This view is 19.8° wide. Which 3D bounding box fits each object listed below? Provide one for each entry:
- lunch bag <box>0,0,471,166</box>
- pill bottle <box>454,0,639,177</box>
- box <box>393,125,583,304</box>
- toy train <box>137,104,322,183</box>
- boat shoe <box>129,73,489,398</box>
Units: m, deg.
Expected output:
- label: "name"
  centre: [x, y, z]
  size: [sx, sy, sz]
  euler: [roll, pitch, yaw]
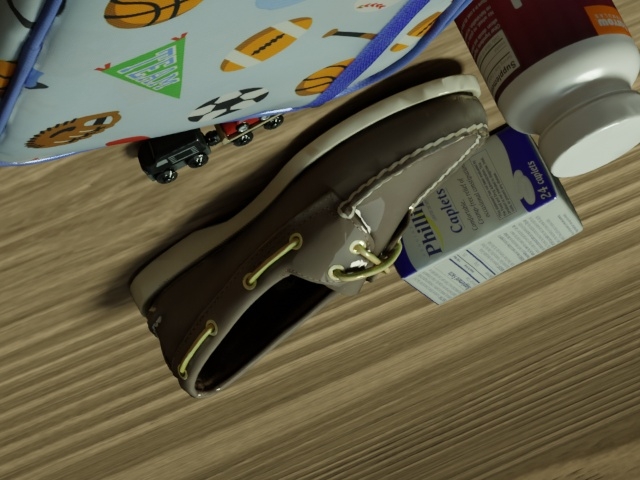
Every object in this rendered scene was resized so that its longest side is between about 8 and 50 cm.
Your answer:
- label: "lunch bag"
  centre: [-0.015, -0.133, 0.693]
  size: [0.243, 0.115, 0.303]
  euler: [-11, 167, -27]
- label: "pill bottle"
  centre: [0.128, -0.117, 1.044]
  size: [0.086, 0.152, 0.086]
  euler: [-22, 162, -8]
- label: "box"
  centre: [0.123, -0.019, 1.435]
  size: [0.137, 0.072, 0.126]
  euler: [-28, 162, 9]
- label: "toy train"
  centre: [-0.042, -0.081, 1.132]
  size: [0.158, 0.027, 0.036]
  euler: [-26, 151, 7]
- label: "boat shoe"
  centre: [0.000, 0.000, 1.293]
  size: [0.324, 0.096, 0.117]
  euler: [-35, 159, 29]
